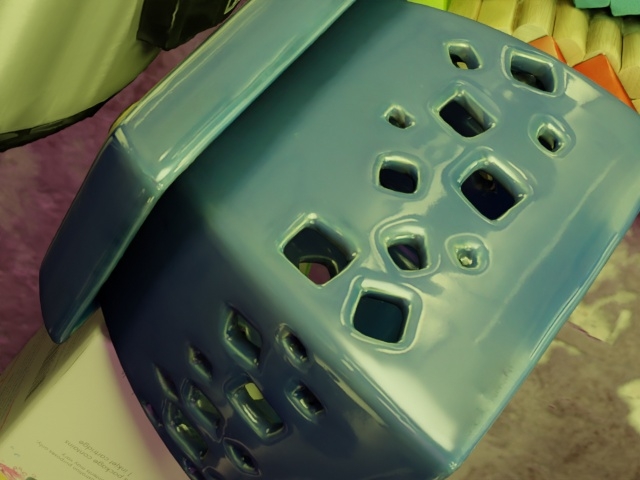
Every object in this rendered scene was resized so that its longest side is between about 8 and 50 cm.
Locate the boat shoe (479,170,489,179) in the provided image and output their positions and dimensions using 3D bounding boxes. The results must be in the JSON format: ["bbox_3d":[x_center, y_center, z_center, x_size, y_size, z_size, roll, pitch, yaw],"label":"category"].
[{"bbox_3d":[0.085,-0.008,0.840,0.049,0.043,0.137,5,122,14],"label":"boat shoe"}]

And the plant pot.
[{"bbox_3d":[0.000,0.000,0.665,0.212,0.236,0.236,41,147,-2],"label":"plant pot"}]

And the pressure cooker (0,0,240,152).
[{"bbox_3d":[-0.151,-0.277,0.489,0.370,0.375,0.420,56,134,19],"label":"pressure cooker"}]

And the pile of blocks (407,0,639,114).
[{"bbox_3d":[0.127,-0.129,0.707,0.362,0.112,0.149,27,125,-4],"label":"pile of blocks"}]

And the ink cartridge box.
[{"bbox_3d":[-0.163,0.129,0.895,0.119,0.207,0.353,36,125,-13],"label":"ink cartridge box"}]
